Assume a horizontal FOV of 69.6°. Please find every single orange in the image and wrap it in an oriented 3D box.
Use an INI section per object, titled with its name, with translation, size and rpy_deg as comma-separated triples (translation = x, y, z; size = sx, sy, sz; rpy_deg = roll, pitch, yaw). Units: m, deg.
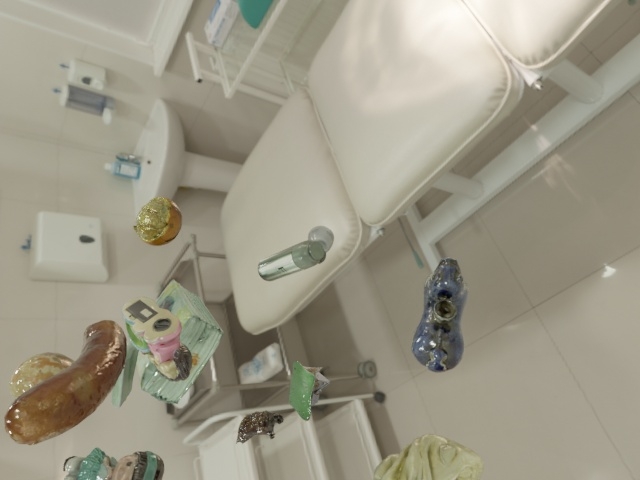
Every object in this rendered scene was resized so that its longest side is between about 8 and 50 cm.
[orange]
translation = -0.516, -0.060, 1.456
size = 0.134, 0.157, 0.156
rpy_deg = 8, 90, 29

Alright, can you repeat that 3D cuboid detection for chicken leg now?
[chicken leg]
translation = -0.234, 0.693, 1.718
size = 0.234, 0.063, 0.105
rpy_deg = -22, 54, 27

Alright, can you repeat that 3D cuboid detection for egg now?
[egg]
translation = -0.926, 0.480, 1.571
size = 0.195, 0.233, 0.194
rpy_deg = -6, 78, 29

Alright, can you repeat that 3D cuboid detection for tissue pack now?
[tissue pack]
translation = -0.504, 0.332, 1.586
size = 0.287, 0.162, 0.388
rpy_deg = -57, 29, -4

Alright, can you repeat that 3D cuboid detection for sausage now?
[sausage]
translation = -0.379, 0.215, 0.736
size = 0.302, 0.103, 0.076
rpy_deg = -112, 35, -75

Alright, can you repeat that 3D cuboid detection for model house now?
[model house]
translation = -0.027, 0.451, 1.416
size = 0.117, 0.088, 0.166
rpy_deg = 23, 112, 49

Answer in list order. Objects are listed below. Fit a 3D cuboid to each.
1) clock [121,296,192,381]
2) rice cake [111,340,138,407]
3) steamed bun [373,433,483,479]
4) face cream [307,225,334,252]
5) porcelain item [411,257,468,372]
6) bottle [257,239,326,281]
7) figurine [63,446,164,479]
[clock]
translation = -0.412, 0.257, 1.175
size = 0.194, 0.100, 0.195
rpy_deg = 25, 135, 32
[rice cake]
translation = -0.568, 0.386, 1.340
size = 0.080, 0.042, 0.221
rpy_deg = -70, 0, -61
[steamed bun]
translation = 0.264, 0.718, 1.322
size = 0.394, 0.346, 0.237
rpy_deg = -44, 35, -18
[face cream]
translation = 0.000, 0.000, 1.578
size = 0.091, 0.091, 0.095
rpy_deg = -59, 9, 27
[porcelain item]
translation = 0.323, 0.195, 1.204
size = 0.138, 0.186, 0.287
rpy_deg = 11, 65, 13
[bottle]
translation = -0.086, 0.065, 1.383
size = 0.254, 0.096, 0.079
rpy_deg = -24, 49, 45
[figurine]
translation = -0.495, 0.578, 1.110
size = 0.246, 0.110, 0.137
rpy_deg = -1, 71, 10
